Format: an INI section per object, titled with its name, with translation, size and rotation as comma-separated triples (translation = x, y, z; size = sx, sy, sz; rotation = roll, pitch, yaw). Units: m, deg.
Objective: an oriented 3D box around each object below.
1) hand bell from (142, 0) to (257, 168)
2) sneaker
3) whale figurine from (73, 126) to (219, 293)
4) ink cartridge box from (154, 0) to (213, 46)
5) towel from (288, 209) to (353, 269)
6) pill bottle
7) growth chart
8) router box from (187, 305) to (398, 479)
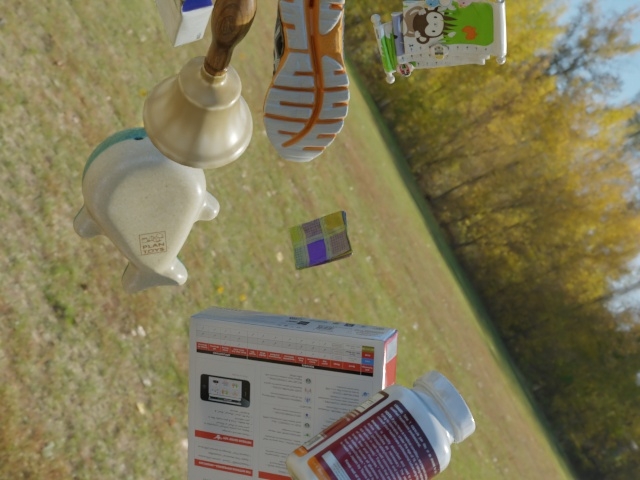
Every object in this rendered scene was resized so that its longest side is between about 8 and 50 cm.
[hand bell]
translation = -0.103, -0.182, 0.817
size = 0.126, 0.126, 0.242
rotation = 63, -26, 13
[sneaker]
translation = -0.011, -0.184, 0.814
size = 0.083, 0.084, 0.215
rotation = -101, -163, -66
[whale figurine]
translation = -0.264, -0.048, 1.225
size = 0.141, 0.216, 0.272
rotation = -118, -158, -47
[ink cartridge box]
translation = -0.177, -0.341, 0.881
size = 0.224, 0.045, 0.223
rotation = -167, -124, -78
[towel]
translation = 0.000, 0.000, 0.997
size = 0.009, 0.083, 0.060
rotation = 19, 58, -60
[pill bottle]
translation = 0.053, 0.179, 0.689
size = 0.086, 0.152, 0.086
rotation = 52, -16, 22
[growth chart]
translation = 0.202, -0.349, 1.372
size = 0.172, 0.237, 0.021
rotation = 60, 34, -46
[router box]
translation = -0.052, 0.277, 1.318
size = 0.082, 0.335, 0.301
rotation = -21, 115, -69
